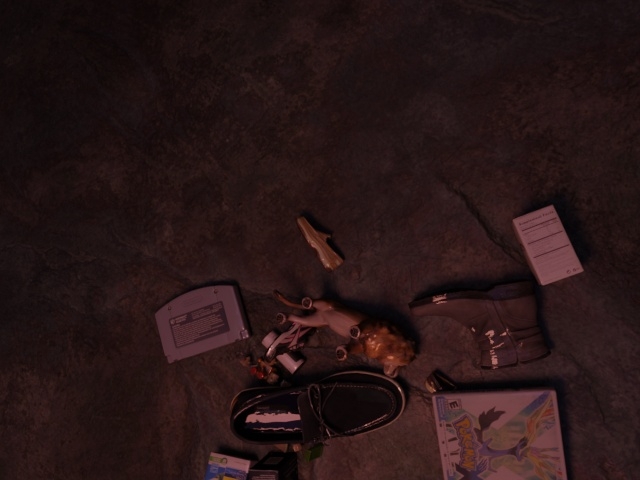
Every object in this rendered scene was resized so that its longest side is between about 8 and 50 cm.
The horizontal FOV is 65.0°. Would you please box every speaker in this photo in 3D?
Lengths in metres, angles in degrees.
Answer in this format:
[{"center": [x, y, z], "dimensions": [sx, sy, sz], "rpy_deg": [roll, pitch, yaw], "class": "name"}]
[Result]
[{"center": [-0.111, 0.332, 1.497], "dimensions": [0.136, 0.055, 0.055], "rpy_deg": [42, 98, 17], "class": "speaker"}]

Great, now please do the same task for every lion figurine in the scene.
[{"center": [0.070, 0.231, 1.390], "dimensions": [0.392, 0.240, 0.142], "rpy_deg": [33, 107, 32], "class": "lion figurine"}]

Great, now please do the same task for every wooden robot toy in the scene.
[{"center": [-0.155, 0.376, 1.502], "dimensions": [0.173, 0.076, 0.079], "rpy_deg": [28, 84, 17], "class": "wooden robot toy"}]

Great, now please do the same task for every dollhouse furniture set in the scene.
[{"center": [-0.070, 0.589, 1.480], "dimensions": [0.152, 0.058, 0.076], "rpy_deg": [15, 98, 37], "class": "dollhouse furniture set"}]

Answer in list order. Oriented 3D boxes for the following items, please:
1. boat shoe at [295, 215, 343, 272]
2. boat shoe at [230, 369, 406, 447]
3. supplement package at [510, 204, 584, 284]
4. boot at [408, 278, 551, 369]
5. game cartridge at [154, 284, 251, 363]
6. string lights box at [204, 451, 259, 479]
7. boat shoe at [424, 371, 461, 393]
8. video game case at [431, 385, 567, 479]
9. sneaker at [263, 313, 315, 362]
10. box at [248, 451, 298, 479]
[{"center": [0.000, 0.000, 1.490], "dimensions": [0.072, 0.068, 0.190], "rpy_deg": [-34, 86, 0], "class": "boat shoe"}, {"center": [-0.014, 0.471, 1.379], "dimensions": [0.500, 0.156, 0.187], "rpy_deg": [-6, 91, 5], "class": "boat shoe"}, {"center": [0.571, 0.014, 1.280], "dimensions": [0.105, 0.105, 0.179], "rpy_deg": [-23, 79, 15], "class": "supplement package"}, {"center": [0.409, 0.233, 1.315], "dimensions": [0.338, 0.118, 0.222], "rpy_deg": [-10, 88, 21], "class": "boot"}, {"center": [-0.375, 0.253, 1.588], "dimensions": [0.297, 0.062, 0.198], "rpy_deg": [-20, 76, 15], "class": "game cartridge"}, {"center": [-0.279, 0.767, 1.465], "dimensions": [0.133, 0.077, 0.259], "rpy_deg": [4, 68, 18], "class": "string lights box"}, {"center": [0.350, 0.410, 1.339], "dimensions": [0.152, 0.056, 0.049], "rpy_deg": [30, 129, 17], "class": "boat shoe"}, {"center": [0.458, 0.540, 1.281], "dimensions": [0.300, 0.036, 0.329], "rpy_deg": [-8, 94, 17], "class": "video game case"}, {"center": [-0.083, 0.294, 1.454], "dimensions": [0.077, 0.072, 0.178], "rpy_deg": [46, 67, 6], "class": "sneaker"}, {"center": [-0.128, 0.702, 1.420], "dimensions": [0.093, 0.156, 0.158], "rpy_deg": [-5, 84, 16], "class": "box"}]
